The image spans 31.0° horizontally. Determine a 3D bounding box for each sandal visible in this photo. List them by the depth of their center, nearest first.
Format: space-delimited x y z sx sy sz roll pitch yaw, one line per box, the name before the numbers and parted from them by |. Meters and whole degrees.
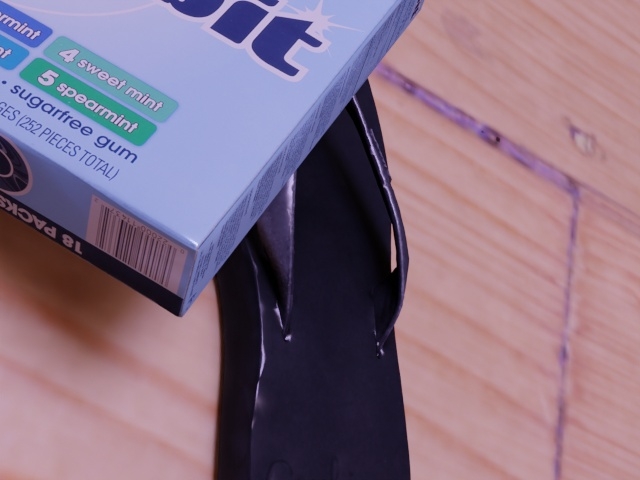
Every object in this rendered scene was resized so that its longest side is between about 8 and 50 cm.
sandal | 0.001 0.001 0.442 0.097 0.054 0.254 3 69 -36

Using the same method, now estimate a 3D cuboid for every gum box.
gum box | -0.063 -0.084 0.401 0.157 0.041 0.184 31 51 7
